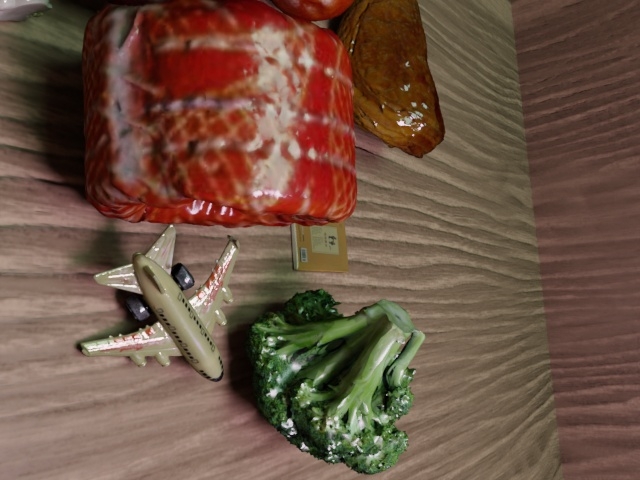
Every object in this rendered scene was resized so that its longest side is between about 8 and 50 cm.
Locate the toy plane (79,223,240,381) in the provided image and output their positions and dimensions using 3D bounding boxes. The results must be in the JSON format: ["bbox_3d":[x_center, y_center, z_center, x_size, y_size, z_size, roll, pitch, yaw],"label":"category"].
[{"bbox_3d":[-0.184,0.097,0.865,0.229,0.092,0.244,-36,135,-17],"label":"toy plane"}]

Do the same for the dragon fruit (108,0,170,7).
[{"bbox_3d":[-0.211,-0.393,0.840,0.315,0.250,0.250,26,60,-68],"label":"dragon fruit"}]

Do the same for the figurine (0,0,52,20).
[{"bbox_3d":[-0.361,-0.321,0.748,0.098,0.081,0.146,-159,-130,-78],"label":"figurine"}]

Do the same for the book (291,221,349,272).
[{"bbox_3d":[0.000,0.000,1.259,0.172,0.012,0.118,8,76,-56],"label":"book"}]

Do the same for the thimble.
[{"bbox_3d":[-0.120,-0.133,0.824,0.350,0.350,0.230,5,84,-56],"label":"thimble"}]

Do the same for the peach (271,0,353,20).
[{"bbox_3d":[-0.011,-0.522,1.167,0.281,0.238,0.281,171,-90,-82],"label":"peach"}]

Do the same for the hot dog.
[{"bbox_3d":[0.145,-0.355,1.425,0.267,0.174,0.387,23,55,-55],"label":"hot dog"}]

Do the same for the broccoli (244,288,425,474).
[{"bbox_3d":[0.039,0.198,1.036,0.308,0.275,0.308,35,23,-18],"label":"broccoli"}]
